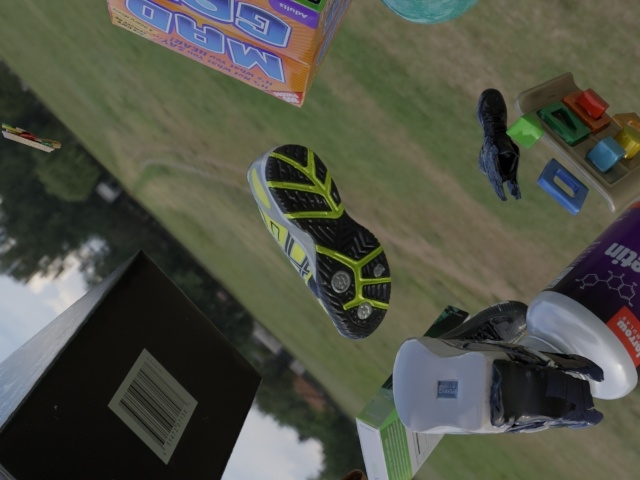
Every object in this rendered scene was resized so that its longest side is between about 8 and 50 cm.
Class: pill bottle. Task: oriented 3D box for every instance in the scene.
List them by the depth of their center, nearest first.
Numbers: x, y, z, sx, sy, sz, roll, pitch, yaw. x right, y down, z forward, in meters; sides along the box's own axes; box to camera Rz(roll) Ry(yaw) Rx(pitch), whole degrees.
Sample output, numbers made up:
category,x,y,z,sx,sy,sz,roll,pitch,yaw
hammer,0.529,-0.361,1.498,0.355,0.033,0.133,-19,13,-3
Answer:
category,x,y,z,sx,sy,sz,roll,pitch,yaw
pill bottle,0.416,0.093,1.493,0.181,0.323,0.181,43,163,17

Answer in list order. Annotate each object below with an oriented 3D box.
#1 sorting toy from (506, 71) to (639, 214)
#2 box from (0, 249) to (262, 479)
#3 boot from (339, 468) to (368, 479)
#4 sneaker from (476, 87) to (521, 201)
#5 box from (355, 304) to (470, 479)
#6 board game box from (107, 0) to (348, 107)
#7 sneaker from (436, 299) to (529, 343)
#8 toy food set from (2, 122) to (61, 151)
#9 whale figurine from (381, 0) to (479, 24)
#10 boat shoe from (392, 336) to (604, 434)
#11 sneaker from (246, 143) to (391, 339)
category,x,y,z,sx,sy,sz,roll,pitch,yaw
sorting toy,0.366,-0.143,1.419,0.196,0.047,0.347,50,-141,10
box,-0.251,0.219,0.917,0.179,0.312,0.343,48,-158,-11
boot,0.028,0.403,1.363,0.073,0.197,0.152,-1,126,36
sneaker,0.287,-0.152,1.698,0.089,0.051,0.170,-141,48,-68
box,0.189,0.310,2.036,0.058,0.322,0.232,19,139,31
board game box,-0.106,-0.490,1.675,0.356,0.356,0.356,24,165,1
sneaker,0.234,0.173,1.719,0.078,0.234,0.106,61,-165,-2
toy food set,-0.438,-0.153,1.612,0.083,0.020,0.082,19,180,11
whale figurine,0.095,-0.354,1.355,0.272,0.216,0.141,18,123,35
boat shoe,0.211,0.186,1.322,0.158,0.127,0.340,5,178,-16
sneaker,0.000,0.000,1.899,0.147,0.145,0.385,5,124,62
